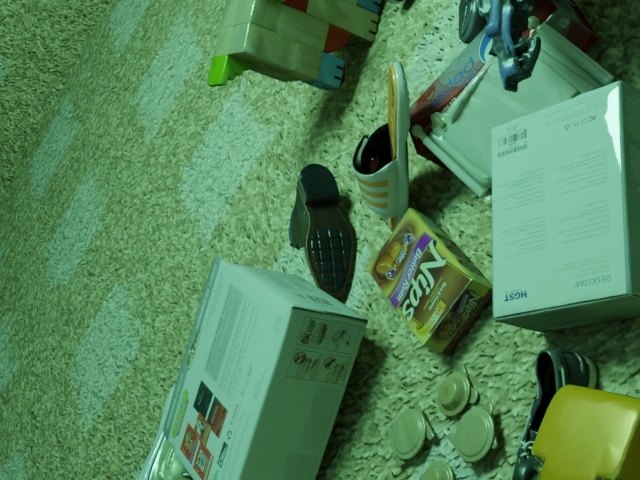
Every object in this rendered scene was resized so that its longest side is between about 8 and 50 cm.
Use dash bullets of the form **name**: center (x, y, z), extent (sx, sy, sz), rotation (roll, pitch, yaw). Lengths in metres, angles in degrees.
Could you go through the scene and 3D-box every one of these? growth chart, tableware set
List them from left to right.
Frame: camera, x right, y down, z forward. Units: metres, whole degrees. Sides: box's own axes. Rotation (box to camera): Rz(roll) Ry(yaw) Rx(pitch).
- **tableware set**: center (0.148, 0.237, 1.153), extent (0.168, 0.020, 0.141), rotation (-51, 34, 25)
- **growth chart**: center (0.242, -0.151, 1.175), extent (0.172, 0.021, 0.237), rotation (51, 120, 10)

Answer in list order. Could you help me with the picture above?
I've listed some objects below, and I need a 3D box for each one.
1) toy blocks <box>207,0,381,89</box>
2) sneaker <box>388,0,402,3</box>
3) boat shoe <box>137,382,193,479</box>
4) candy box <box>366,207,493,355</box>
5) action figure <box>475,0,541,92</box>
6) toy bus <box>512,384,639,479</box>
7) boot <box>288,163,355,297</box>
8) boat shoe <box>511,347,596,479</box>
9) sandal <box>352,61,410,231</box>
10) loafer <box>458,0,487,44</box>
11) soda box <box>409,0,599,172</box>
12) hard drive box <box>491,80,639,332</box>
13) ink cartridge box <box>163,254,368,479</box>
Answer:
- **toy blocks**: center (-0.014, -0.405, 1.581), extent (0.191, 0.261, 0.381), rotation (7, 83, 54)
- **sneaker**: center (0.175, -0.471, 1.487), extent (0.234, 0.084, 0.097), rotation (-55, 36, 17)
- **boat shoe**: center (-0.219, 0.353, 1.530), extent (0.094, 0.109, 0.302), rotation (-24, 50, 45)
- **candy box**: center (0.141, 0.050, 1.247), extent (0.109, 0.053, 0.186), rotation (-56, 36, 15)
- **action figure**: center (0.268, -0.337, 1.119), extent (0.330, 0.179, 0.341), rotation (-8, 83, 30)
- **toy bus**: center (0.239, 0.305, 0.877), extent (0.108, 0.130, 0.332), rotation (4, 74, 55)
- **boot**: center (0.000, 0.000, 1.487), extent (0.106, 0.082, 0.219), rotation (119, 147, -62)
- **boat shoe**: center (0.230, 0.211, 1.009), extent (0.075, 0.065, 0.206), rotation (8, 77, 56)
- **sandal**: center (0.080, -0.125, 1.300), extent (0.102, 0.076, 0.265), rotation (-93, -1, -50)
- **loafer**: center (0.253, -0.392, 1.347), extent (0.109, 0.095, 0.302), rotation (109, 171, -61)
- **soda box**: center (0.229, -0.211, 1.250), extent (0.263, 0.083, 0.092), rotation (-46, 37, 30)
- **hard drive box**: center (0.280, -0.030, 1.037), extent (0.181, 0.089, 0.232), rotation (-17, 64, 50)
- **ink cartridge box**: center (-0.093, 0.204, 1.380), extent (0.272, 0.130, 0.309), rotation (30, 104, 57)
